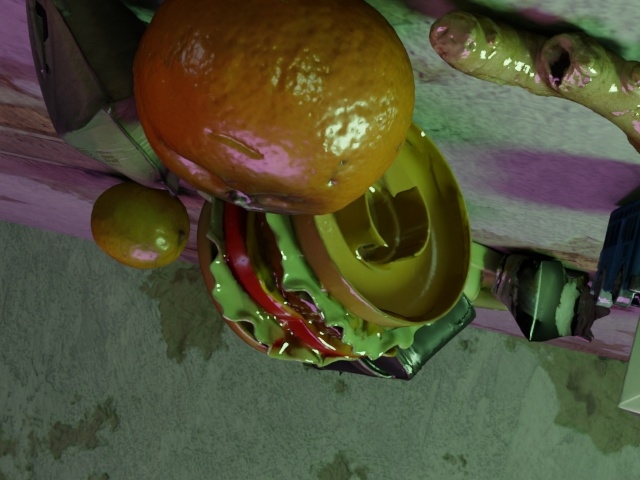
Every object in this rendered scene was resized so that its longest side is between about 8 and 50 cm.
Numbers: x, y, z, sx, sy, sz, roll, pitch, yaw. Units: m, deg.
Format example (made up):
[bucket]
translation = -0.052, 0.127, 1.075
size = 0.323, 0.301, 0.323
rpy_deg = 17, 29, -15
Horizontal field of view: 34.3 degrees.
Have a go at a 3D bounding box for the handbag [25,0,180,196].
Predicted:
[handbag]
translation = -0.192, -0.147, 0.934
size = 0.117, 0.183, 0.270
rpy_deg = -29, 170, -2

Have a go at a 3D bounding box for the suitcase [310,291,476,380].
[suitcase]
translation = 0.034, 0.059, 1.543
size = 0.283, 0.194, 0.434
rpy_deg = 54, 161, -9

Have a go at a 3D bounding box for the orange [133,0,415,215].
[orange]
translation = -0.039, -0.108, 0.791
size = 0.224, 0.170, 0.224
rpy_deg = 12, 173, 2

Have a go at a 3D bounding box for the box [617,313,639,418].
[box]
translation = 0.625, 0.210, 1.717
size = 0.143, 0.225, 0.341
rpy_deg = 11, 171, 33

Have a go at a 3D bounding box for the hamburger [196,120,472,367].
[hamburger]
translation = 0.000, 0.000, 1.063
size = 0.274, 0.275, 0.212
rpy_deg = 20, 149, -41

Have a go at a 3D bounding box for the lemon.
[lemon]
translation = -0.337, -0.029, 1.935
size = 0.207, 0.170, 0.170
rpy_deg = 16, 175, 33

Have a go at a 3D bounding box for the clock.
[clock]
translation = 0.173, 0.040, 1.773
size = 0.235, 0.096, 0.308
rpy_deg = 8, 169, 43

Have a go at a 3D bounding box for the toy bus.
[toy bus]
translation = 0.370, 0.017, 1.106
size = 0.116, 0.134, 0.234
rpy_deg = 15, 178, 6

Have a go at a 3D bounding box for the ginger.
[ginger]
translation = 0.212, -0.109, 0.755
size = 0.288, 0.075, 0.089
rpy_deg = 19, 167, -9

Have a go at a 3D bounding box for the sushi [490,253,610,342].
[sushi]
translation = 0.386, 0.096, 1.757
size = 0.109, 0.134, 0.273
rpy_deg = 15, -175, 41
